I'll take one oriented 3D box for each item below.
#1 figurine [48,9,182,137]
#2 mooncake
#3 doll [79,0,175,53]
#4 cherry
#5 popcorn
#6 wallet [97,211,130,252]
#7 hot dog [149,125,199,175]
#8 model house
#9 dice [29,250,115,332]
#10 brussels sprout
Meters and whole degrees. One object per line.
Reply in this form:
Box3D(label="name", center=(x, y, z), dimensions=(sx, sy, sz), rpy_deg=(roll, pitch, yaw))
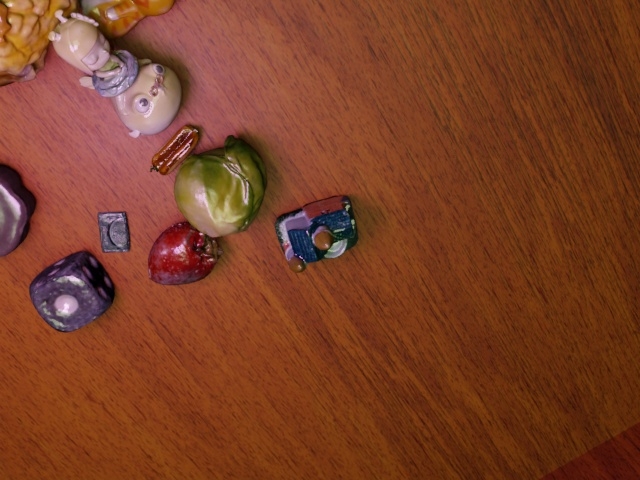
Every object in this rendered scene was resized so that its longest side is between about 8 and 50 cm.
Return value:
Box3D(label="figurine", center=(-0.551, -0.430, 1.565), dimensions=(0.274, 0.394, 0.227), rpy_deg=(4, 71, 28))
Box3D(label="mooncake", center=(-0.969, -0.096, 1.710), dimensions=(0.305, 0.154, 0.306), rpy_deg=(-2, 111, -6))
Box3D(label="doll", center=(-0.501, -0.630, 1.569), dimensions=(0.269, 0.162, 0.167), rpy_deg=(-27, 69, 10))
Box3D(label="cherry", center=(-0.424, 0.050, 1.818), dimensions=(0.249, 0.192, 0.175), rpy_deg=(-35, 73, 17))
Box3D(label="popcorn", center=(-0.803, -0.566, 1.455), dimensions=(0.354, 0.344, 0.390), rpy_deg=(39, 99, 8))
Box3D(label="wallet", center=(-0.631, -0.023, 1.845), dimensions=(0.088, 0.026, 0.129), rpy_deg=(-2, 111, -6))
Box3D(label="hot dog", center=(-0.423, -0.261, 1.767), dimensions=(0.188, 0.055, 0.072), rpy_deg=(-42, 89, 12))
Box3D(label="model house", center=(0.000, 0.000, 1.797), dimensions=(0.253, 0.291, 0.185), rpy_deg=(-15, 106, -1))
Box3D(label="dice", center=(-0.742, 0.152, 1.814), dimensions=(0.181, 0.183, 0.182), rpy_deg=(-26, 112, 1))
Box3D(label="brussels sprout", center=(-0.286, -0.154, 1.743), dimensions=(0.259, 0.227, 0.295), rpy_deg=(-4, 86, 2))
